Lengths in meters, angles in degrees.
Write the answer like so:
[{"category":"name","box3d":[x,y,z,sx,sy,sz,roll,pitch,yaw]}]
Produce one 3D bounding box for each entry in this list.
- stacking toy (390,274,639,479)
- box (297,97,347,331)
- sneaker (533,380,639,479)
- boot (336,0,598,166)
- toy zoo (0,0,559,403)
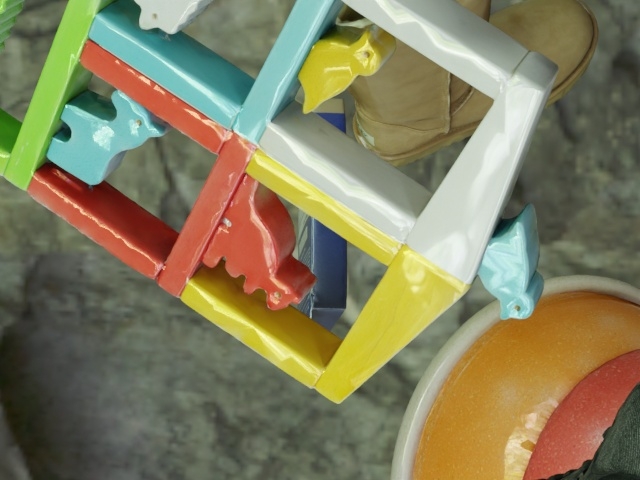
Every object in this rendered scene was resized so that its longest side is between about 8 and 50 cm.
[{"category":"stacking toy","box3d":[0.306,0.231,1.077,0.350,0.480,0.351,-5,-79,-28]},{"category":"box","box3d":[0.000,0.000,1.259,0.136,0.036,0.225,114,158,-77]},{"category":"sneaker","box3d":[0.129,0.115,0.622,0.079,0.217,0.121,22,-93,-16]},{"category":"boot","box3d":[0.115,-0.161,1.048,0.089,0.236,0.269,55,175,18]},{"category":"toy zoo","box3d":[-0.031,-0.051,0.608,0.192,0.293,0.030,-59,-5,36]}]
